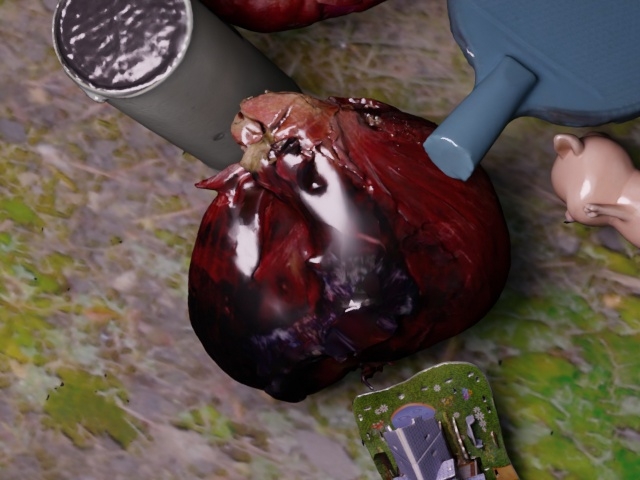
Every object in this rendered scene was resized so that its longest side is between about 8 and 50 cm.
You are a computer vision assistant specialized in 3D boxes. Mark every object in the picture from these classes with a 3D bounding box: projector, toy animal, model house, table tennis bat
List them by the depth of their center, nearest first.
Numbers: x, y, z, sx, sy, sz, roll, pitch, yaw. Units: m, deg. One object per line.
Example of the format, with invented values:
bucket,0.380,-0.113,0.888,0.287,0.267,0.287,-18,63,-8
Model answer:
projector,-0.100,-0.126,1.481,0.108,0.337,0.108,-2,81,14
table tennis bat,0.184,-0.167,1.489,0.215,0.044,0.329,37,59,4
model house,0.098,0.193,1.491,0.117,0.088,0.167,-17,108,10
toy animal,0.249,-0.038,1.522,0.150,0.083,0.089,32,79,4

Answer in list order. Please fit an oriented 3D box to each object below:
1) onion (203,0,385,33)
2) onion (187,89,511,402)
onion,-0.036,-0.348,1.510,0.347,0.285,0.347,2,60,-3
onion,0.011,0.011,1.509,0.281,0.281,0.221,-17,47,11
